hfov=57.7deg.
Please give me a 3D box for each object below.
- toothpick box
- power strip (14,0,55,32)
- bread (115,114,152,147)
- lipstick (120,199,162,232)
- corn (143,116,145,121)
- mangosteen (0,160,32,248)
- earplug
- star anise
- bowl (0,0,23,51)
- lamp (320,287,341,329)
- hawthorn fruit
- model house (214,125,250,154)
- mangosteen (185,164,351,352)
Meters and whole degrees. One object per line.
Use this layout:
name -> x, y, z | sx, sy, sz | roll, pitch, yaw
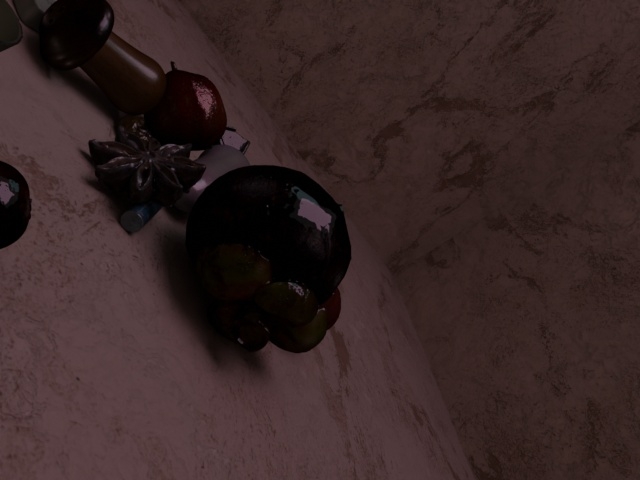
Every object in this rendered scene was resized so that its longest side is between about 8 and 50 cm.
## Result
toothpick box -> -0.502, -0.427, 1.352 | 0.294, 0.192, 0.192 | 43, 18, -54
power strip -> -0.596, -0.503, 1.481 | 0.091, 0.062, 0.385 | 64, 15, 20
bread -> -0.453, -0.263, 1.421 | 0.113, 0.060, 0.082 | 61, 10, 14
lipstick -> -0.376, -0.063, 1.235 | 0.048, 0.048, 0.158 | 53, 13, -15
corn -> -0.464, -0.336, 1.630 | 0.037, 0.037, 0.092 | 57, 8, 1
mangosteen -> -0.452, -0.049, 0.758 | 0.140, 0.140, 0.140 | 53, 13, -17
earplug -> -0.305, -0.144, 1.515 | 0.172, 0.172, 0.301 | 55, 19, -8
star anise -> -0.370, -0.146, 1.242 | 0.223, 0.108, 0.236 | 23, 35, 9
bowl -> -0.617, -0.379, 0.955 | 0.211, 0.112, 0.211 | 54, 11, -16
lamp -> -0.054, 0.160, 1.567 | 0.227, 0.227, 0.227 | 53, 13, -17
hawthorn fruit -> -0.362, -0.355, 1.548 | 0.215, 0.215, 0.249 | 7, 69, -74
model house -> -0.336, -0.345, 2.050 | 0.152, 0.106, 0.165 | 41, -19, -17
mangosteen -> -0.100, 0.035, 1.300 | 0.381, 0.381, 0.421 | 38, 23, -56
